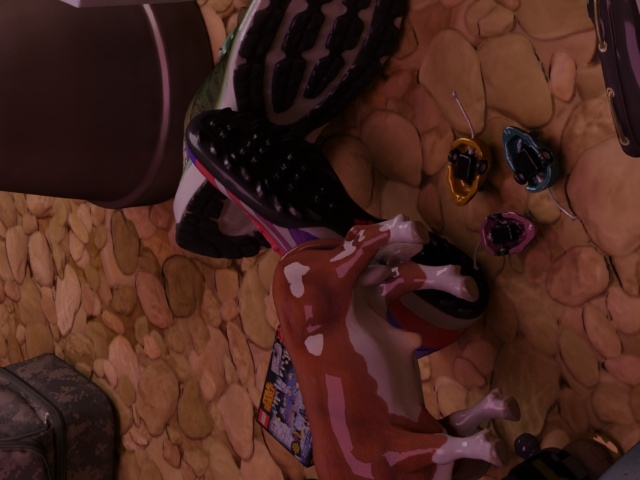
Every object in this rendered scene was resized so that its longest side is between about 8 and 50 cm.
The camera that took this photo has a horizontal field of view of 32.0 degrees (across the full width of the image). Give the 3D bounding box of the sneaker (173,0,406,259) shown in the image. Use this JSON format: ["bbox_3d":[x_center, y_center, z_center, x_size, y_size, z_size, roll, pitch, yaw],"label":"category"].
[{"bbox_3d":[-0.063,-0.178,1.124,0.410,0.158,0.182,-58,41,33],"label":"sneaker"}]

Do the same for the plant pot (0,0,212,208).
[{"bbox_3d":[-0.331,-0.179,1.300,0.323,0.280,0.323,16,112,46],"label":"plant pot"}]

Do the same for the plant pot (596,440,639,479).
[{"bbox_3d":[0.304,0.254,0.738,0.247,0.252,0.247,-20,86,49],"label":"plant pot"}]

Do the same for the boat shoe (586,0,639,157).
[{"bbox_3d":[0.231,-0.174,0.832,0.068,0.081,0.228,-12,93,44],"label":"boat shoe"}]

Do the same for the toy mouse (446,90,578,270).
[{"bbox_3d":[0.172,-0.041,0.970,0.143,0.031,0.161,20,115,43],"label":"toy mouse"}]

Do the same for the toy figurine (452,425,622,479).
[{"bbox_3d":[0.164,0.267,0.985,0.209,0.148,0.213,-7,93,42],"label":"toy figurine"}]

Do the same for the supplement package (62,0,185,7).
[{"bbox_3d":[-0.169,-0.316,1.109,0.139,0.244,0.134,28,121,39],"label":"supplement package"}]

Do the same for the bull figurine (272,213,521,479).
[{"bbox_3d":[0.055,0.133,0.903,0.188,0.101,0.311,-26,78,28],"label":"bull figurine"}]

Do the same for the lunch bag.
[{"bbox_3d":[-0.446,0.344,1.579,0.212,0.256,0.305,28,120,40],"label":"lunch bag"}]

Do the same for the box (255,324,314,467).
[{"bbox_3d":[-0.023,0.171,1.241,0.094,0.027,0.137,36,125,37],"label":"box"}]

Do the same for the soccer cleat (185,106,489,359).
[{"bbox_3d":[0.000,0.000,1.033,0.318,0.109,0.116,33,134,-4],"label":"soccer cleat"}]

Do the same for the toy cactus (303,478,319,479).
[{"bbox_3d":[0.017,0.300,1.191,0.219,0.112,0.181,37,116,46],"label":"toy cactus"}]
